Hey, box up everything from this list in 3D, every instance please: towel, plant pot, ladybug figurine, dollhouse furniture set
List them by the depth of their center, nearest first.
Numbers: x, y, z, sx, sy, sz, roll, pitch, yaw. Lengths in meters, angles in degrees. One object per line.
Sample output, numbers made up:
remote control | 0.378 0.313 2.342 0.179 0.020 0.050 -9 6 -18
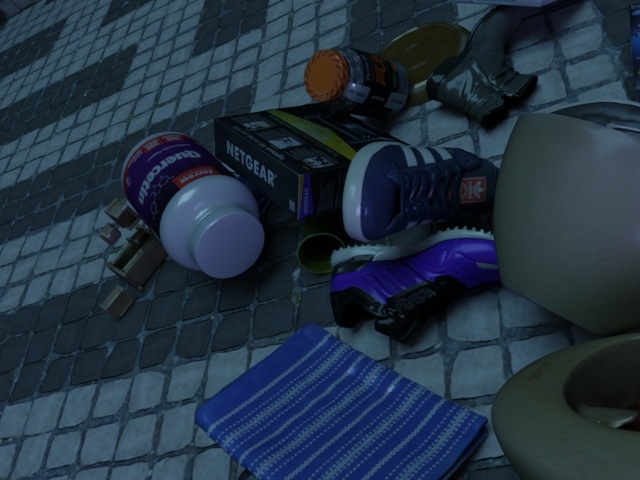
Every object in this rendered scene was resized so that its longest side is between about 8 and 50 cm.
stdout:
ladybug figurine | 0.374 0.190 0.571 0.449 0.161 0.305 -7 14 45
plant pot | 0.319 0.002 0.768 0.284 0.284 0.190 31 96 46
towel | 0.014 0.234 0.857 0.243 0.040 0.336 -33 36 -31
plant pot | 0.000 0.000 1.111 0.083 0.083 0.079 -26 33 14
dollhouse furniture set | -0.418 0.030 1.303 0.101 0.161 0.182 21 68 44
plant pot | 0.193 -0.361 1.310 0.236 0.032 0.236 -18 46 20

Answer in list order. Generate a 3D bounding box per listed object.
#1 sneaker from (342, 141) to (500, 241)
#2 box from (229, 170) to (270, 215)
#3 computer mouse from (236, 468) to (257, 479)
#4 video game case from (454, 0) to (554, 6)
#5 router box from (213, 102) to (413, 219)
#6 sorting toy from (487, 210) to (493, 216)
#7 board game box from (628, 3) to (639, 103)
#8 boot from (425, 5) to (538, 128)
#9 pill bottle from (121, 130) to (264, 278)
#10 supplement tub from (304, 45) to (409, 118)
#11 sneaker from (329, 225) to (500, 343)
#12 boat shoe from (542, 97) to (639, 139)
sneaker | 0.159 -0.074 0.914 0.148 0.131 0.350 11 20 29
box | -0.181 -0.074 1.320 0.225 0.036 0.136 16 65 42
computer mouse | 0.014 0.356 0.806 0.272 0.072 0.188 13 60 27
video game case | 0.383 -0.467 1.212 0.201 0.023 0.183 -29 35 -31
router box | -0.014 -0.153 1.149 0.243 0.081 0.309 -14 33 -29
sorting toy | 0.292 -0.046 0.989 0.083 0.012 0.062 -22 45 17
board game box | 0.545 -0.277 0.976 0.194 0.060 0.194 7 61 38
boot | 0.320 -0.305 1.159 0.246 0.083 0.161 -47 55 -9
pill bottle | -0.230 -0.065 1.190 0.181 0.181 0.323 -44 44 -5
supplement tub | 0.066 -0.290 1.204 0.117 0.190 0.116 3 95 41
sneaker | 0.141 0.076 0.937 0.293 0.102 0.146 -10 56 32
boat shoe | 0.435 -0.117 0.879 0.335 0.112 0.095 12 58 36
